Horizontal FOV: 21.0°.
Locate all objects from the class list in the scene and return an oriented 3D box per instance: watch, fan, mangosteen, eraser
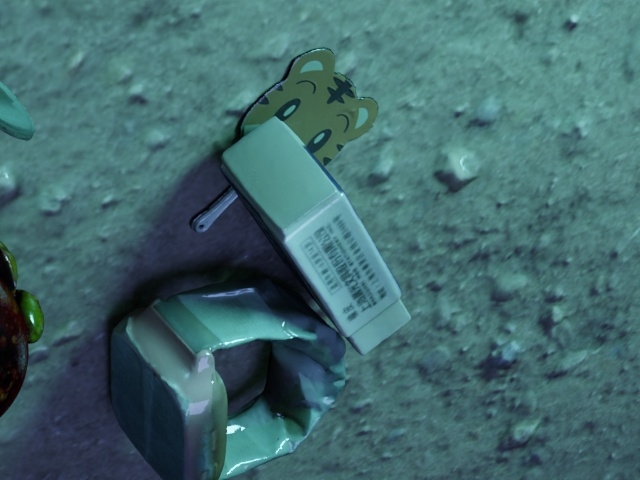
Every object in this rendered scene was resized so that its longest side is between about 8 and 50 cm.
[{"bbox_3d":[-0.083,0.147,1.835,0.241,0.162,0.253,-24,143,-27],"label":"watch"},{"bbox_3d":[-0.047,-0.088,1.733,0.227,0.008,0.152,-43,142,5],"label":"fan"},{"bbox_3d":[-0.334,0.086,1.575,0.200,0.200,0.200,-21,139,-20],"label":"mangosteen"},{"bbox_3d":[0.000,0.000,1.753,0.081,0.124,0.279,-38,146,-3],"label":"eraser"}]

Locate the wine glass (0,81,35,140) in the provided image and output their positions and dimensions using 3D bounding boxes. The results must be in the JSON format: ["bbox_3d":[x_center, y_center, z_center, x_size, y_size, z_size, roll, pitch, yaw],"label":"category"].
[{"bbox_3d":[-0.356,-0.046,1.464,0.231,0.103,0.103,-44,141,13],"label":"wine glass"}]
